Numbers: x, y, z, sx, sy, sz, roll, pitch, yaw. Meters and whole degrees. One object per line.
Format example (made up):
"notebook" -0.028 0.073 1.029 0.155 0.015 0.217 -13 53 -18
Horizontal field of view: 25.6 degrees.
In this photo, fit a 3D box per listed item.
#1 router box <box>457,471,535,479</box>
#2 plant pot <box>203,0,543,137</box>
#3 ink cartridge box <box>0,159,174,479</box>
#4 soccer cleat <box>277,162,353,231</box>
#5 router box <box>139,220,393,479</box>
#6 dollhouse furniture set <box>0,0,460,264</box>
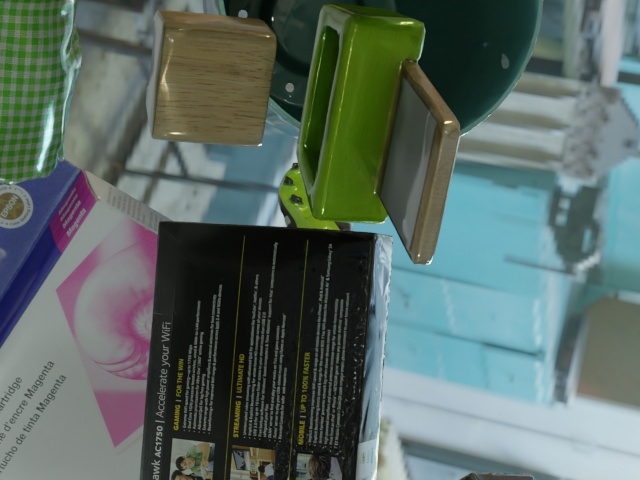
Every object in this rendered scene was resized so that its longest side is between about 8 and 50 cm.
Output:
"router box" 0.058 0.300 0.654 0.081 0.243 0.308 18 40 -59
"plant pot" 0.023 -0.217 1.302 0.235 0.293 0.293 178 -75 -74
"ink cartridge box" -0.229 0.116 1.333 0.324 0.330 0.071 -56 -164 14
"soccer cleat" 0.000 0.000 1.099 0.179 0.060 0.072 -101 -172 -54
"router box" -0.032 0.080 0.812 0.046 0.133 0.178 9 85 -72
"dollhouse furniture set" -0.094 -0.090 0.532 0.151 0.302 0.197 -114 -149 -61
